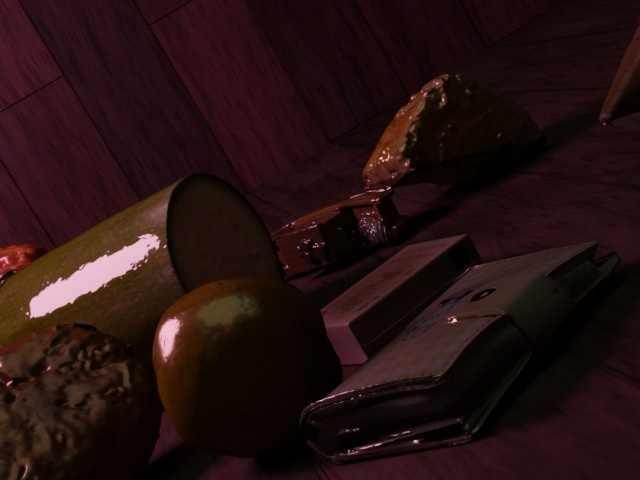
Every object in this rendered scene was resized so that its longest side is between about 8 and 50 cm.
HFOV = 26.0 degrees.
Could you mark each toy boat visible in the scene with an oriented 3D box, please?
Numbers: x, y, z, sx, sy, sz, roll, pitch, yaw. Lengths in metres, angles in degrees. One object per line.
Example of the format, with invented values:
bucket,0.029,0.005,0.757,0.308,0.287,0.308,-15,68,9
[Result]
toy boat,0.000,0.000,2.167,0.321,0.089,0.121,-19,11,43

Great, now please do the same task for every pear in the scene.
pear,-0.073,0.132,1.453,0.200,0.200,0.200,-29,10,6

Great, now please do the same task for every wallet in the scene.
wallet,0.140,0.097,1.350,0.223,0.077,0.309,-25,10,47

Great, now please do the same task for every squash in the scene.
squash,-0.273,0.096,2.007,0.384,0.263,0.263,-25,11,30

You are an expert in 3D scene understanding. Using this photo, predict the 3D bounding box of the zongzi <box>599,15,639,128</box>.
zongzi,0.641,-0.315,1.746,0.500,0.218,0.467,-2,50,58

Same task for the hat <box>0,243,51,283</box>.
hat,-0.383,0.118,2.315,0.400,0.285,0.285,-17,12,12

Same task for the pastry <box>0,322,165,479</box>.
pastry,-0.331,0.240,1.621,0.255,0.161,0.311,28,51,31

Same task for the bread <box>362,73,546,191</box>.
bread,0.192,-0.164,2.171,0.262,0.162,0.204,-11,-8,-22

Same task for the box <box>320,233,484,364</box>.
box,0.085,0.072,1.655,0.201,0.058,0.141,-35,11,-28
